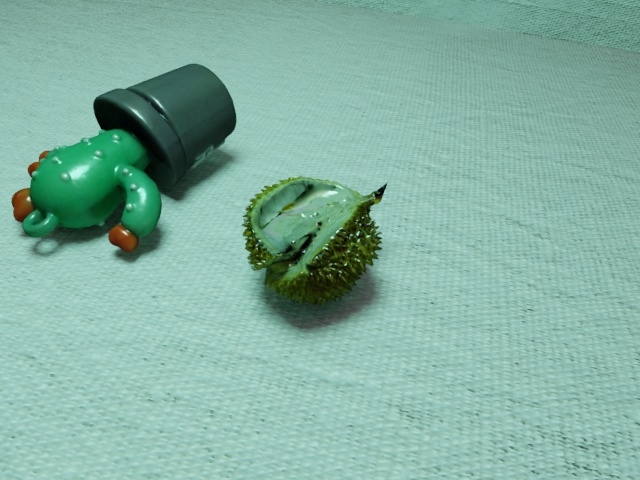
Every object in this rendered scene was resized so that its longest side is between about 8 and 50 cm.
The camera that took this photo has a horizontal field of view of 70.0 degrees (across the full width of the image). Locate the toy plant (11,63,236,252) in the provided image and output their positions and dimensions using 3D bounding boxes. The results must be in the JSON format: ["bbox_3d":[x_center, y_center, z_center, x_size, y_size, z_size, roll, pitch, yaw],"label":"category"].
[{"bbox_3d":[-0.321,-0.143,0.772,0.279,0.185,0.400,41,58,6],"label":"toy plant"}]

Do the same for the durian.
[{"bbox_3d":[0.000,0.000,0.678,0.237,0.138,0.193,-23,47,-25],"label":"durian"}]
